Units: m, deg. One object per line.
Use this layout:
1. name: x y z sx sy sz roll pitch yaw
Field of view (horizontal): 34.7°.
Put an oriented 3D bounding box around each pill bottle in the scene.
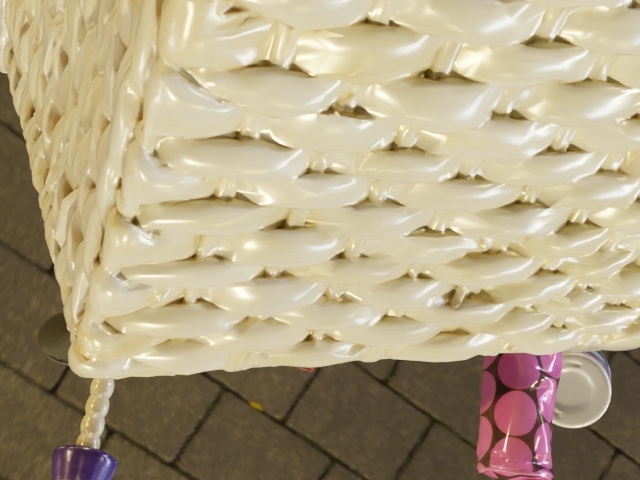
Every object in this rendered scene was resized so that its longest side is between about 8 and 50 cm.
1. pill bottle: 0.364 0.200 1.480 0.108 0.180 0.108 1 93 15

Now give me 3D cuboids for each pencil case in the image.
1. pencil case: 0.237 0.177 1.184 0.098 0.095 0.209 32 61 -42

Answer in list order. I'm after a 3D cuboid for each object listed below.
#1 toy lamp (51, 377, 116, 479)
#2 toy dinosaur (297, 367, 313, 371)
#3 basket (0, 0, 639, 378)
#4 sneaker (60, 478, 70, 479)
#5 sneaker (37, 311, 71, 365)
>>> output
1. toy lamp: -0.271 0.196 1.253 0.080 0.080 0.274 16 59 -15
2. toy dinosaur: -0.025 0.164 1.373 0.047 0.090 0.082 -10 136 8
3. basket: 0.046 -0.132 0.463 0.331 0.266 0.328 0 135 -26
4. sneaker: -0.134 0.262 0.873 0.262 0.121 0.099 15 119 -1
5. sneaker: -0.291 0.089 1.467 0.146 0.331 0.122 57 33 -37
